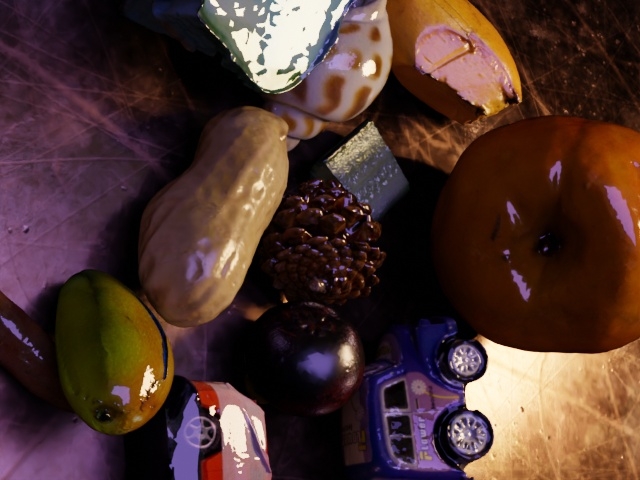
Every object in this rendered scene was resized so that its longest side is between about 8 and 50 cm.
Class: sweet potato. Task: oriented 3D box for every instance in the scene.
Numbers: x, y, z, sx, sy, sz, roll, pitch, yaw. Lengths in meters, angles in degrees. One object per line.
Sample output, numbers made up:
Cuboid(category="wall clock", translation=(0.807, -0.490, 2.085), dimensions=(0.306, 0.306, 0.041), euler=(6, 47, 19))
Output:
Cuboid(category="sweet potato", translation=(-0.339, 0.093, 1.422), dimensions=(0.255, 0.058, 0.078), euler=(56, 39, -8))

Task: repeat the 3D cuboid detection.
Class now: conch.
Cuboid(category="conch", translation=(-0.002, -0.229, 1.676), dimensions=(0.275, 0.182, 0.149), euler=(-51, 148, -19))

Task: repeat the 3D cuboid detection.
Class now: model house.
Cuboid(category="model house", translation=(-0.118, -0.327, 1.585), dimensions=(0.226, 0.241, 0.261), euler=(45, 67, -41))

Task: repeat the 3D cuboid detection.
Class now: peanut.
Cuboid(category="peanut", translation=(-0.131, -0.037, 1.545), dimensions=(0.147, 0.147, 0.319), euler=(37, 51, -22))

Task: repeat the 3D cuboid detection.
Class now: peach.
Cuboid(category="peach", translation=(0.315, -0.007, 1.733), dimensions=(0.343, 0.342, 0.301), euler=(66, 20, -4))

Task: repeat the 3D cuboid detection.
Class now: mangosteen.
Cuboid(category="mangosteen", translation=(-0.023, 0.150, 1.583), dimensions=(0.152, 0.152, 0.152), euler=(9, 74, -33))

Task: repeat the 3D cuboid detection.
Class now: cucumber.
Cuboid(category="cucumber", translation=(0.049, -0.085, 1.728), dimensions=(0.115, 0.062, 0.116), euler=(-43, 111, -32))

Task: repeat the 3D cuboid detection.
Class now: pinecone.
Cuboid(category="pinecone", translation=(0.000, 0.000, 1.622), dimensions=(0.173, 0.173, 0.174), euler=(9, 74, -33))

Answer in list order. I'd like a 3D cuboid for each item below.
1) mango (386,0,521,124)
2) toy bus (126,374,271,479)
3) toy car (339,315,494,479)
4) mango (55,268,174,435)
Cuboid(category="mango", translation=(0.169, -0.267, 1.816), dimensions=(0.252, 0.126, 0.154), euler=(47, 69, -9))
Cuboid(category="toy bus", translation=(-0.135, 0.307, 1.472), dimensions=(0.147, 0.127, 0.303), euler=(8, 73, -38))
Cuboid(category="toy car", translation=(0.108, 0.211, 1.644), dimensions=(0.158, 0.172, 0.235), euler=(5, 72, -19))
Cuboid(category="mango", translation=(-0.226, 0.115, 1.418), dimensions=(0.125, 0.111, 0.233), euler=(45, 14, -36))
